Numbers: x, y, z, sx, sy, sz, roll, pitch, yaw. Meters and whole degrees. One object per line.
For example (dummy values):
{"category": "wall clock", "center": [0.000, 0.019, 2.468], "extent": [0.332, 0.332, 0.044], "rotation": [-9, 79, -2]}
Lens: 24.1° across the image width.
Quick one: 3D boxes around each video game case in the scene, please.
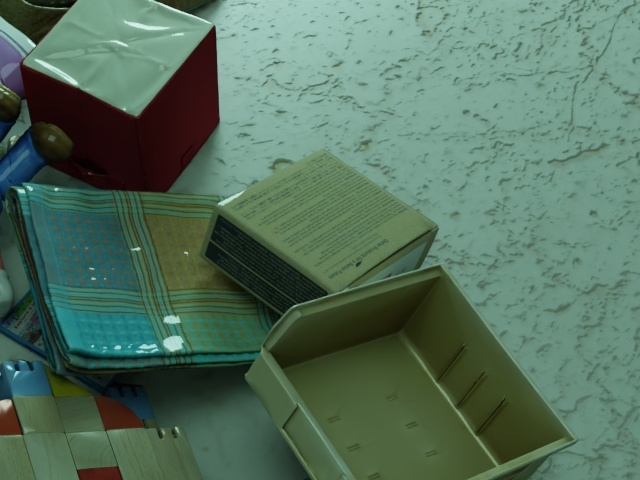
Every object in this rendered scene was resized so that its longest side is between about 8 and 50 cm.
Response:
{"category": "video game case", "center": [-0.297, 0.106, 1.854], "extent": [0.166, 0.015, 0.119], "rotation": [29, 60, 17]}

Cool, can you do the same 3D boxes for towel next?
{"category": "towel", "center": [-0.174, 0.041, 1.792], "extent": [0.370, 0.040, 0.271], "rotation": [1, 49, -33]}

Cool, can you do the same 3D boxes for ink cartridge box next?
{"category": "ink cartridge box", "center": [0.000, 0.000, 1.839], "extent": [0.193, 0.088, 0.235], "rotation": [36, 37, 19]}

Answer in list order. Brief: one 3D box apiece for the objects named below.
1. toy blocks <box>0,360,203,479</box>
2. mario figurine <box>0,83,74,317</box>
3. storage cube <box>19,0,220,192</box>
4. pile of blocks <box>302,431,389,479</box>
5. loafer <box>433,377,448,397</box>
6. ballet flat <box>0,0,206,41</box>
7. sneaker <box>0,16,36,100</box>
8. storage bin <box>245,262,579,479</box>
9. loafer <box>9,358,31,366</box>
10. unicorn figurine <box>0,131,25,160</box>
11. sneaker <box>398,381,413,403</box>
{"category": "toy blocks", "center": [-0.287, 0.247, 1.617], "extent": [0.381, 0.191, 0.261], "rotation": [1, 47, -34]}
{"category": "mario figurine", "center": [-0.436, -0.029, 1.819], "extent": [0.198, 0.170, 0.320], "rotation": [31, 78, 18]}
{"category": "storage cube", "center": [-0.255, -0.190, 1.954], "extent": [0.184, 0.193, 0.215], "rotation": [26, 57, 16]}
{"category": "pile of blocks", "center": [-0.006, 0.347, 1.633], "extent": [0.149, 0.112, 0.362], "rotation": [5, 55, 2]}
{"category": "loafer", "center": [0.146, 0.167, 1.806], "extent": [0.045, 0.039, 0.125], "rotation": [18, 56, 10]}
{"category": "ballet flat", "center": [-0.299, -0.369, 2.119], "extent": [0.342, 0.124, 0.116], "rotation": [-12, 57, -10]}
{"category": "sneaker", "center": [-0.498, -0.246, 2.006], "extent": [0.161, 0.102, 0.282], "rotation": [-34, 42, -23]}
{"category": "storage bin", "center": [0.094, 0.183, 1.651], "extent": [0.260, 0.123, 0.262], "rotation": [-14, 58, -41]}
{"category": "loafer", "center": [-0.373, 0.257, 1.696], "extent": [0.109, 0.095, 0.302], "rotation": [9, 55, 7]}
{"category": "unicorn figurine", "center": [-0.471, -0.117, 1.977], "extent": [0.162, 0.060, 0.111], "rotation": [-9, 52, -4]}
{"category": "sneaker", "center": [0.086, 0.217, 1.765], "extent": [0.058, 0.052, 0.135], "rotation": [-22, 58, -11]}
